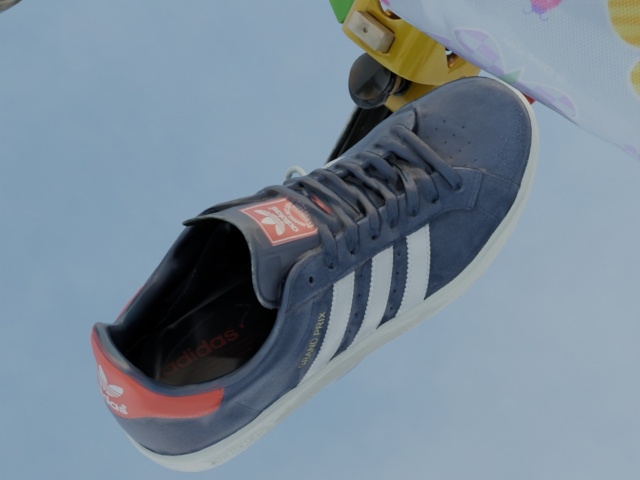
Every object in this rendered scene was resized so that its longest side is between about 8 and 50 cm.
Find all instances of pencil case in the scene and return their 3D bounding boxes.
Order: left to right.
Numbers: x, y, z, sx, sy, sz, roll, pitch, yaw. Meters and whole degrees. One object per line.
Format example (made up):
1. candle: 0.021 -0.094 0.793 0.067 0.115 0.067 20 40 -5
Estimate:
1. pencil case: 0.142 -0.085 0.651 0.273 0.124 0.113 31 -83 -2

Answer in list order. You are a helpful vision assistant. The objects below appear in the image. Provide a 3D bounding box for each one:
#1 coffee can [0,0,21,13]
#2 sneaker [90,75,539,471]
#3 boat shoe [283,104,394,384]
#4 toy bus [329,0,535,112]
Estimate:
1. coffee can: -0.342 -0.169 1.007 0.275 0.201 0.201 -28 -55 29
2. sneaker: 0.000 0.000 1.024 0.350 0.131 0.148 -44 -32 -10
3. boat shoe: 0.029 -0.025 1.349 0.105 0.113 0.306 46 -114 -40
4. toy bus: 0.070 -0.161 1.222 0.104 0.191 0.202 -1 -101 -50
